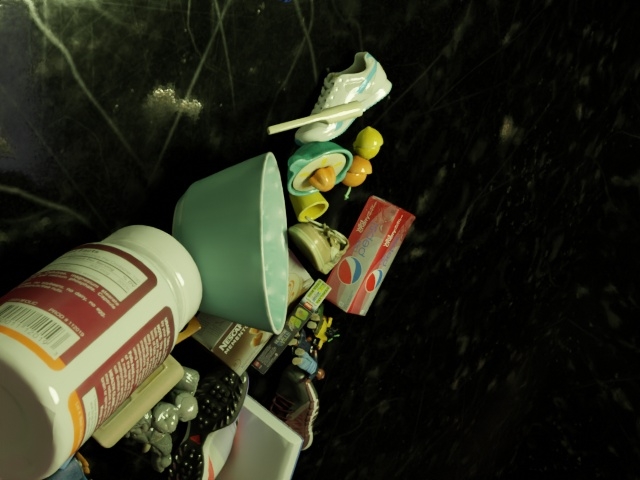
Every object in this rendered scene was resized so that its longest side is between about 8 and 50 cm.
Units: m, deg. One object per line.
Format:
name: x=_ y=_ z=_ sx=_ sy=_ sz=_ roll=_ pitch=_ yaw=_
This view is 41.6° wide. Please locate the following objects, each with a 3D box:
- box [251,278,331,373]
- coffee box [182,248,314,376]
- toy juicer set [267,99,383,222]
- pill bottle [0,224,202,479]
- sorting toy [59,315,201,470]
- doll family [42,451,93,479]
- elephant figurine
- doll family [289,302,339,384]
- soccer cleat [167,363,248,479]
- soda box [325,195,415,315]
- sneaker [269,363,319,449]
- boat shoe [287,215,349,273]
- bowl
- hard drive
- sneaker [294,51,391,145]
box: x=-0.062 y=0.180 z=1.762 sx=0.207 sy=0.036 sz=0.114 roll=-53 pitch=178 yaw=33
coffee box: x=-0.141 y=0.126 z=1.666 sx=0.246 sy=0.098 sz=0.141 roll=-51 pitch=145 yaw=-13
toy juicer set: x=0.028 y=-0.149 z=1.562 sx=0.209 sy=0.089 sz=0.329 roll=-27 pitch=158 yaw=-5
pill bottle: x=-0.344 y=0.138 z=1.205 sx=0.392 sy=0.224 sz=0.224 roll=-48 pitch=151 yaw=-57
sorting toy: x=-0.352 y=0.210 z=1.390 sx=0.348 sy=0.196 sz=0.047 roll=-44 pitch=175 yaw=-22
doll family: x=-0.472 y=0.454 z=1.466 sx=0.163 sy=0.118 sz=0.263 roll=-37 pitch=140 yaw=-30
elephant figurine: x=-0.327 y=0.305 z=1.529 sx=0.169 sy=0.186 sz=0.239 roll=9 pitch=152 yaw=-24
doll family: x=-0.015 y=0.230 z=1.897 sx=0.193 sy=0.076 sz=0.111 roll=-63 pitch=146 yaw=-19
soccer cleat: x=-0.220 y=0.387 z=1.768 sx=0.116 sy=0.109 sz=0.318 roll=-9 pitch=124 yaw=-64
soda box: x=0.108 y=0.036 z=1.923 sx=0.083 sy=0.092 sz=0.263 roll=17 pitch=100 yaw=-54
sneaker: x=-0.094 y=0.424 z=1.946 sx=0.163 sy=0.106 sz=0.281 roll=-30 pitch=136 yaw=-32
boat shoe: x=0.000 y=0.000 z=1.690 sx=0.089 sy=0.104 sz=0.285 roll=-41 pitch=172 yaw=0
bowl: x=-0.153 y=0.008 z=1.444 sx=0.311 sy=0.163 sz=0.311 roll=-2 pitch=90 yaw=-84
hard drive: x=-0.161 y=0.512 z=1.826 sx=0.040 sy=0.210 sz=0.318 roll=-6 pitch=119 yaw=-49
sneaker: x=0.029 y=-0.268 z=1.621 sx=0.229 sy=0.087 sz=0.092 roll=-44 pitch=119 yaw=-16
